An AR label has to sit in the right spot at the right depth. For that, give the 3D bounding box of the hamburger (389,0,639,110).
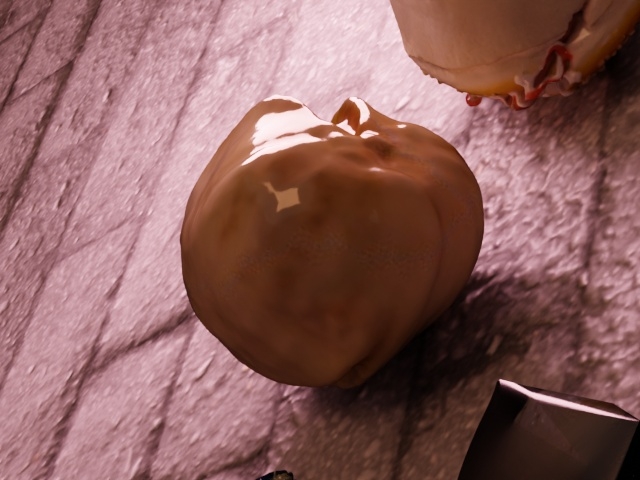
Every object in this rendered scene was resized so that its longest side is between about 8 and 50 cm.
[{"bbox_3d":[0.178,-0.224,1.641,0.227,0.151,0.295,-42,18,-2],"label":"hamburger"}]

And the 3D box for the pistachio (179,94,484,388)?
[{"bbox_3d":[0.000,0.000,1.515,0.321,0.229,0.238,172,102,-64],"label":"pistachio"}]

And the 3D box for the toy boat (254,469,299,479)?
[{"bbox_3d":[-0.005,0.262,1.358,0.291,0.067,0.220,-4,48,40],"label":"toy boat"}]

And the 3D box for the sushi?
[{"bbox_3d":[0.131,0.230,1.140,0.134,0.109,0.273,20,84,58],"label":"sushi"}]
